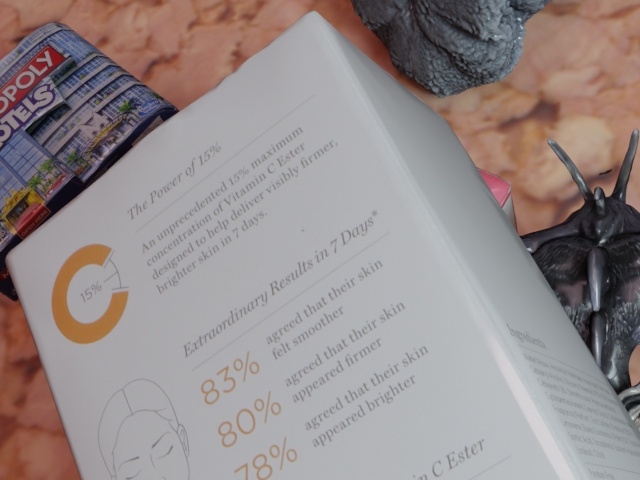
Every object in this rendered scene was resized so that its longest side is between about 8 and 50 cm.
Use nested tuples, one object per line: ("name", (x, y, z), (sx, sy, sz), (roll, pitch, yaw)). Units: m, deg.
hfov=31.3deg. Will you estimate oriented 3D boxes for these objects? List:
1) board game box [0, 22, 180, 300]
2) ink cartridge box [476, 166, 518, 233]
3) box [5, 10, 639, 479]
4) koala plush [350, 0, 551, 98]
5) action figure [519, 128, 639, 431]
("board game box", (-0.242, -0.087, 0.895), (0.194, 0.060, 0.194), (37, 79, 26))
("ink cartridge box", (0.000, 0.000, 0.769), (0.218, 0.092, 0.158), (27, 75, 23))
("box", (0.022, 0.103, 0.553), (0.215, 0.168, 0.345), (-36, 62, 17))
("koala plush", (0.140, -0.230, 0.814), (0.221, 0.203, 0.196), (-32, 46, -25))
("action figure", (0.168, 0.083, 0.660), (0.164, 0.141, 0.275), (-3, 80, 17))
